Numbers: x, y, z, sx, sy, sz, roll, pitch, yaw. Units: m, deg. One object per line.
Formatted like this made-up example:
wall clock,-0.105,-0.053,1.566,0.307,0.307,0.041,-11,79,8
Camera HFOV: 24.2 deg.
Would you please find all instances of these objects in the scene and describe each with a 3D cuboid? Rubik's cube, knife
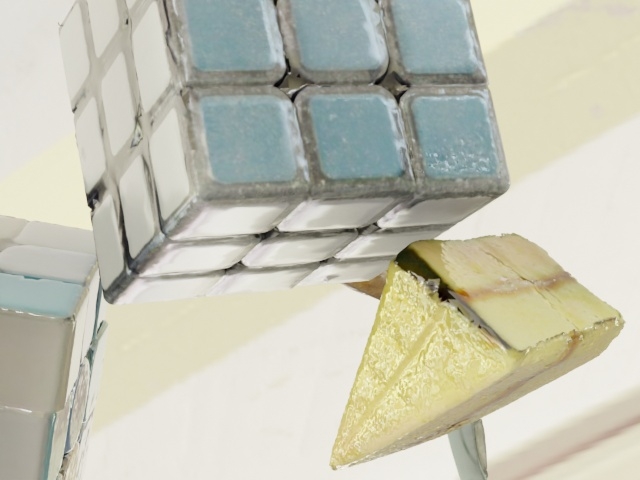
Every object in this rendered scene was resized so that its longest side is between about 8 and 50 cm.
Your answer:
Rubik's cube,-0.044,-0.128,1.375,0.305,0.301,0.304,-5,-16,-24
knife,0.170,0.236,1.710,0.044,0.023,0.162,-2,-41,14
Rubik's cube,-0.444,0.163,1.726,0.346,0.346,0.344,11,-74,-1

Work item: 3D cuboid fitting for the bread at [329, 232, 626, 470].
bread,0.140,0.140,1.364,0.167,0.163,0.264,-12,-51,-39

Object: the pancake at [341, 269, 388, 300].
pancake,0.000,0.000,1.752,0.257,0.212,0.056,19,-75,-44
